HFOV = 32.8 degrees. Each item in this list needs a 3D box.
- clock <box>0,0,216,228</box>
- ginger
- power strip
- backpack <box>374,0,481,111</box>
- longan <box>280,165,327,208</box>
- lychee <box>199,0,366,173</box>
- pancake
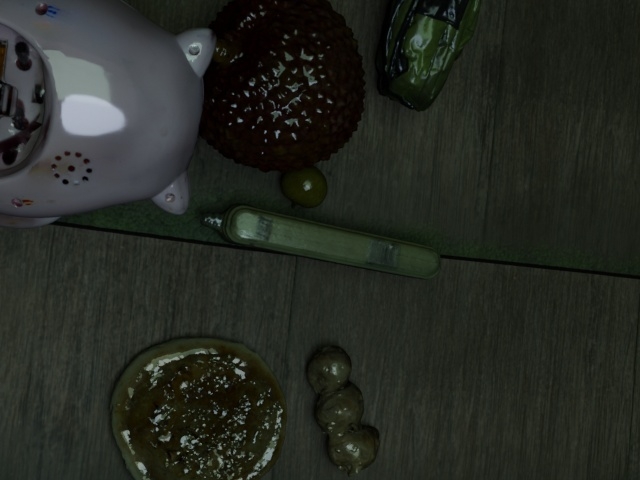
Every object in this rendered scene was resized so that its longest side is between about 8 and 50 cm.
[{"bbox_3d":[-0.343,-0.183,1.423,0.377,0.250,0.368,11,104,-2],"label":"clock"},{"bbox_3d":[0.033,0.265,1.714,0.104,0.080,0.204,-28,100,-49],"label":"ginger"},{"bbox_3d":[0.000,0.000,1.698,0.388,0.092,0.066,11,85,-18],"label":"power strip"},{"bbox_3d":[0.163,-0.330,1.699,0.140,0.207,0.253,19,91,-2],"label":"backpack"},{"bbox_3d":[-0.028,-0.081,1.706,0.075,0.075,0.083,25,124,-16],"label":"longan"},{"bbox_3d":[-0.061,-0.232,1.587,0.304,0.276,0.275,21,82,-52],"label":"lychee"},{"bbox_3d":[-0.183,0.272,1.660,0.282,0.049,0.282,0,90,-21],"label":"pancake"}]
